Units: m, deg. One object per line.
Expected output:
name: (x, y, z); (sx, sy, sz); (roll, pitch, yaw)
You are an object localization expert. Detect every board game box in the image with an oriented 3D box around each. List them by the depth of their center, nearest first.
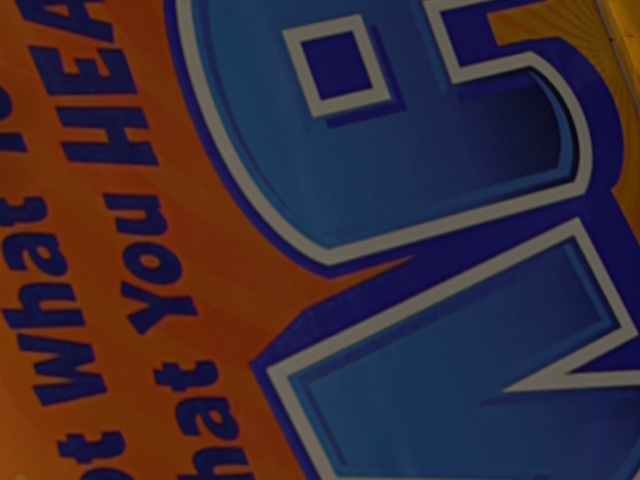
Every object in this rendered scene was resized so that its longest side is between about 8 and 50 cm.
board game box: (0.000, 0.000, 0.590); (0.356, 0.356, 0.356); (-35, -107, 62)
